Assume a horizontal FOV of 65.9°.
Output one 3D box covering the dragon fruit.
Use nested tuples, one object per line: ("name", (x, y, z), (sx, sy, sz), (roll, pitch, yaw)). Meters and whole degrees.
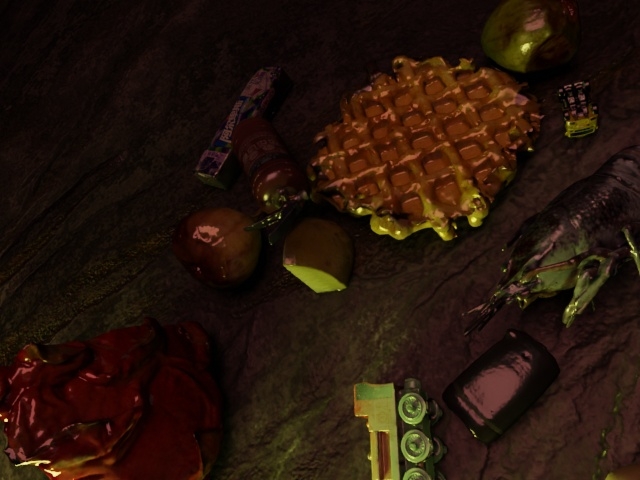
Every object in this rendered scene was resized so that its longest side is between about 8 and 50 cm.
("dragon fruit", (-0.265, 0.245, 0.723), (0.228, 0.329, 0.286), (-39, 52, -5))

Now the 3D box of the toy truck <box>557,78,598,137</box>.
("toy truck", (0.409, -0.206, 0.787), (0.049, 0.054, 0.083), (-10, 60, 22))

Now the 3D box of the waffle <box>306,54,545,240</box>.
("waffle", (0.173, -0.175, 0.870), (0.380, 0.095, 0.382), (25, 74, 34))

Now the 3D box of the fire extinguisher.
("fire extinguisher", (-0.102, -0.112, 0.914), (0.138, 0.102, 0.344), (-29, 40, 1))

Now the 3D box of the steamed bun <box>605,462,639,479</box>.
("steamed bun", (0.388, 0.329, 0.441), (0.273, 0.166, 0.231), (-4, 75, 31))

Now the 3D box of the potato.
("potato", (0.000, 0.000, 0.840), (0.081, 0.120, 0.149), (-13, 59, 21))

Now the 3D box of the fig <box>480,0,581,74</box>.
("fig", (0.356, -0.358, 0.849), (0.166, 0.144, 0.154), (22, 85, 48))

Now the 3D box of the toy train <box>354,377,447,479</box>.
("toy train", (0.107, 0.279, 0.669), (0.118, 0.074, 0.175), (-15, 62, 31))

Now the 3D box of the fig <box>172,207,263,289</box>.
("fig", (-0.158, -0.015, 0.921), (0.231, 0.143, 0.160), (-44, 84, -9))

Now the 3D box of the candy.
("candy", (-0.172, -0.259, 1.107), (0.088, 0.061, 0.312), (17, 72, 35))

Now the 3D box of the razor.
("razor", (0.240, 0.190, 0.656), (0.148, 0.054, 0.090), (-43, 57, 0))

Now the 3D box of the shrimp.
("shrimp", (0.344, 0.020, 0.638), (0.372, 0.137, 0.172), (-48, 37, -6))
